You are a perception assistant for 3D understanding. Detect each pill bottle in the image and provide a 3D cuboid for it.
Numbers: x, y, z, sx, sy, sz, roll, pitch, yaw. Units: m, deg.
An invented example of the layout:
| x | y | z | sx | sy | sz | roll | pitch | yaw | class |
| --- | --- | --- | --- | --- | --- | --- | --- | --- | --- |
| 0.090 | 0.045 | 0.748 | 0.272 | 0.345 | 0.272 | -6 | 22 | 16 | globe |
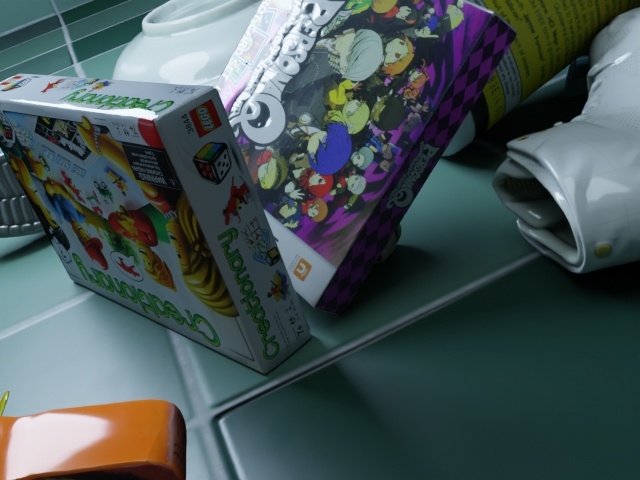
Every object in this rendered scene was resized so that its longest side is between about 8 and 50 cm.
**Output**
| x | y | z | sx | sy | sz | roll | pitch | yaw | class |
| --- | --- | --- | --- | --- | --- | --- | --- | --- | --- |
| 0.182 | -0.243 | 0.731 | 0.334 | 0.188 | 0.188 | -38 | 30 | -3 | pill bottle |

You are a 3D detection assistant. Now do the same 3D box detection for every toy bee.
| x | y | z | sx | sy | sz | roll | pitch | yaw | class |
| --- | --- | --- | --- | --- | --- | --- | --- | --- | --- |
| -0.224 | 0.151 | 0.445 | 0.298 | 0.162 | 0.195 | 13 | 27 | 8 | toy bee |

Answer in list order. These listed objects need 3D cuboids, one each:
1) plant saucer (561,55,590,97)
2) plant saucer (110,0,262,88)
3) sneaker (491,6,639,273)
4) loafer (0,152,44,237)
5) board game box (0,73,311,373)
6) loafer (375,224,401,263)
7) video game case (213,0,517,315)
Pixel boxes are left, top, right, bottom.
| x | y | z | sx | sy | sz | roll | pitch | yaw | class |
| --- | --- | --- | --- | --- | --- | --- | --- | --- | --- |
| 0.323 | -0.167 | 0.759 | 0.192 | 0.018 | 0.067 | -6 | 31 | 26 | plant saucer |
| -0.160 | -0.330 | 1.275 | 0.401 | 0.100 | 0.400 | -15 | 28 | 8 | plant saucer |
| 0.201 | -0.083 | 0.594 | 0.169 | 0.108 | 0.292 | -13 | 30 | 7 | sneaker |
| -0.277 | -0.065 | 0.912 | 0.251 | 0.094 | 0.087 | -18 | 2 | -15 | loafer |
| -0.148 | -0.027 | 0.630 | 0.053 | 0.193 | 0.305 | -37 | 32 | -29 | board game box |
| 0.000 | 0.000 | 0.647 | 0.125 | 0.045 | 0.039 | -3 | 39 | 24 | loafer |
| 0.001 | -0.096 | 0.617 | 0.210 | 0.042 | 0.232 | 40 | 103 | 38 | video game case |
